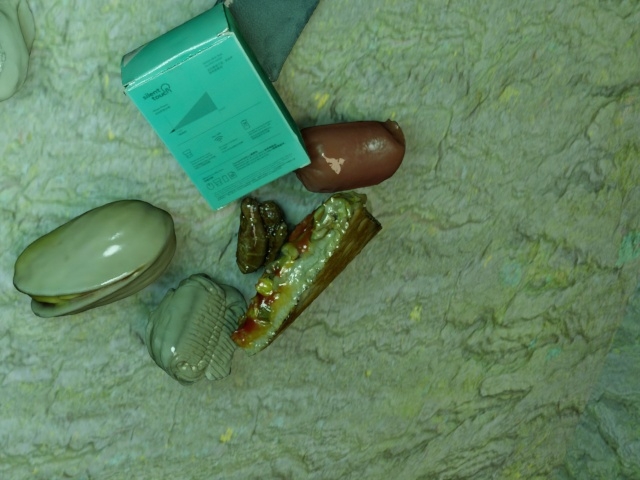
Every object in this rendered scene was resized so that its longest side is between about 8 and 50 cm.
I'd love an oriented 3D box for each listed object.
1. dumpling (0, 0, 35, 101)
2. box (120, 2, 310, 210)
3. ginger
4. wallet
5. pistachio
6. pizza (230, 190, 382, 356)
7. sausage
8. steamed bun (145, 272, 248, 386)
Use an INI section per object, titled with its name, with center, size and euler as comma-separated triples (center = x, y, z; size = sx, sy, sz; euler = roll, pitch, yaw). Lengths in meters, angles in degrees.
[dumpling]
center = -0.491, -0.273, 1.397
size = 0.247, 0.142, 0.172
euler = -66, 167, 5
[box]
center = -0.174, -0.222, 1.603
size = 0.205, 0.118, 0.311
euler = -28, 132, 6
[ginger]
center = -0.110, -0.012, 1.840
size = 0.103, 0.073, 0.162
euler = -12, 121, -31
[wallet]
center = -0.059, -0.469, 1.627
size = 0.190, 0.046, 0.379
euler = 24, 101, -42
[pistachio]
center = -0.373, 0.038, 1.598
size = 0.288, 0.197, 0.166
euler = -32, 127, -2
[pizza]
center = 0.000, 0.000, 1.775
size = 0.440, 0.130, 0.406
euler = -45, 170, -31
[sausage]
center = 0.054, -0.164, 1.822
size = 0.254, 0.148, 0.148
euler = -6, 119, -27
[steamed bun]
center = -0.252, 0.172, 1.805
size = 0.211, 0.144, 0.218
euler = 45, 57, -54
